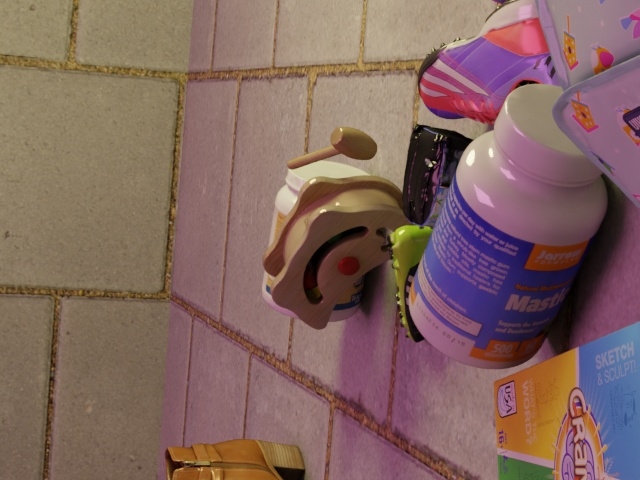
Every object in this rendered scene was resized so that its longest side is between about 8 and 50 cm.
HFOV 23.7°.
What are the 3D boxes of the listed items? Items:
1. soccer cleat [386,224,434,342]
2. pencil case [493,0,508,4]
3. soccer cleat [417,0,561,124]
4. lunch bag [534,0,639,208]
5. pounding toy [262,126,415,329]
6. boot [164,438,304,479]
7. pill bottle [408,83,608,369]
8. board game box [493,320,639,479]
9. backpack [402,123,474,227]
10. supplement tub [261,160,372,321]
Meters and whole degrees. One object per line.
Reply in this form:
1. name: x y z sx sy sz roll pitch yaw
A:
1. soccer cleat: 0.126 0.056 1.877 0.060 0.072 0.179 -95 -4 -51
2. pencil case: 0.222 -0.323 1.625 0.070 0.064 0.152 33 118 52
3. soccer cleat: 0.190 -0.167 1.642 0.318 0.108 0.116 149 118 -67
4. lunch bag: 0.292 -0.160 1.225 0.223 0.160 0.262 155 106 -67
5. pounding toy: 0.030 -0.029 2.016 0.269 0.154 0.155 -59 29 30
6. boot: -0.119 0.404 2.324 0.283 0.220 0.109 -108 27 -49
7. pill bottle: 0.194 -0.014 1.512 0.152 0.152 0.272 -105 25 -45
8. board game box: 0.257 0.221 1.408 0.316 0.064 0.242 139 132 -67
9. backpack: 0.147 -0.069 1.783 0.105 0.084 0.114 -142 62 -70
10. supplement tub: 0.000 0.000 2.144 0.144 0.144 0.200 -125 41 -63
